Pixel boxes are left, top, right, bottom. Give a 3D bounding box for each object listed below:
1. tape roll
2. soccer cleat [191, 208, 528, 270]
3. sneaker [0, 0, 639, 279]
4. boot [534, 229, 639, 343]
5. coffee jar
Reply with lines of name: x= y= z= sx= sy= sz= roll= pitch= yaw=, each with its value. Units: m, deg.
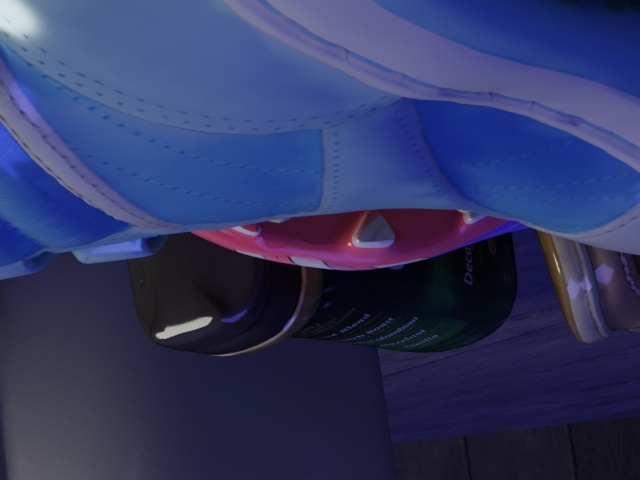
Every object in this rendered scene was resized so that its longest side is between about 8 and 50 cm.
tape roll: x=-0.087 y=0.086 z=0.989 sx=0.246 sy=0.169 sz=0.246 roll=-9 pitch=171 yaw=-1
soccer cleat: x=0.055 y=-0.035 z=0.696 sx=0.248 sy=0.083 sz=0.095 roll=-9 pitch=175 yaw=-10
sneaker: x=0.002 y=-0.047 z=0.455 sx=0.208 sy=0.127 sz=0.319 roll=-17 pitch=158 yaw=32
boot: x=0.209 y=-0.018 z=0.839 sx=0.203 sy=0.095 sz=0.262 roll=-16 pitch=168 yaw=19
coffee jar: x=0.000 y=0.000 z=0.784 sx=0.079 sy=0.096 sz=0.184 roll=-21 pitch=165 yaw=40
